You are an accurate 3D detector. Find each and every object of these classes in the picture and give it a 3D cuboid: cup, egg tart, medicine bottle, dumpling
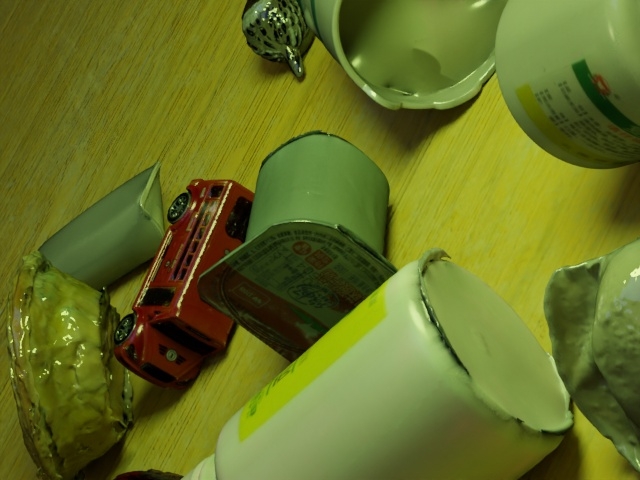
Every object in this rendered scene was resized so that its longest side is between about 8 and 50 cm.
[{"bbox_3d":[0.116,-0.305,1.997,0.290,0.219,0.257,-25,32,-5],"label":"cup"},{"bbox_3d":[-0.300,0.159,2.148,0.120,0.315,0.315,-7,44,2],"label":"egg tart"},{"bbox_3d":[0.033,0.203,1.617,0.379,0.213,0.213,-43,33,23],"label":"medicine bottle"},{"bbox_3d":[0.303,0.104,1.400,0.243,0.175,0.226,-167,78,-72],"label":"dumpling"},{"bbox_3d":[0.312,-0.186,1.507,0.208,0.208,0.340,-66,16,-15],"label":"medicine bottle"}]

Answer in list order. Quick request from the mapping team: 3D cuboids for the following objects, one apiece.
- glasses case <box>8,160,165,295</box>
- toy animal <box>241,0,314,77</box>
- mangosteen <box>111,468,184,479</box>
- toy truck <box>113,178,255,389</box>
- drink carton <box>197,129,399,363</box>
[{"bbox_3d":[-0.304,0.006,2.412,0.308,0.083,0.128,-31,34,37],"label":"glasses case"},{"bbox_3d":[-0.058,-0.275,2.306,0.098,0.098,0.137,-40,35,27],"label":"toy animal"},{"bbox_3d":[-0.179,0.336,1.869,0.166,0.166,0.180,4,91,56],"label":"mangosteen"},{"bbox_3d":[-0.148,0.053,2.117,0.114,0.107,0.252,-5,57,54],"label":"toy truck"},{"bbox_3d":[0.000,0.000,1.912,0.191,0.185,0.189,-36,25,34],"label":"drink carton"}]
